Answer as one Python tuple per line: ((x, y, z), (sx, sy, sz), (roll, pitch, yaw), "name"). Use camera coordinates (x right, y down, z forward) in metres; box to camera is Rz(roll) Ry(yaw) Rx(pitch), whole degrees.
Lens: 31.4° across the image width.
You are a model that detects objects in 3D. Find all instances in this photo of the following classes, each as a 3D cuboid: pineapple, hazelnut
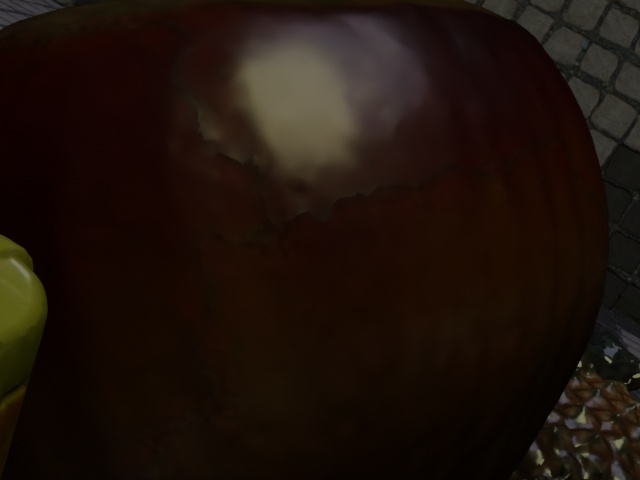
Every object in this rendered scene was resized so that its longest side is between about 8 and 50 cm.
((0.150, 0.188, 0.763), (0.175, 0.175, 0.361), (30, 13, 9), "pineapple")
((-0.035, 0.023, 0.617), (0.409, 0.359, 0.359), (-6, 34, -47), "hazelnut")

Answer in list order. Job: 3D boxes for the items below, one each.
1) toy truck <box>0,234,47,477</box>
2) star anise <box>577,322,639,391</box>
((-0.228, 0.069, 0.226), (0.254, 0.180, 0.405), (28, 19, 16), "toy truck")
((0.169, 0.100, 1.122), (0.332, 0.117, 0.331), (36, -21, 16), "star anise")
